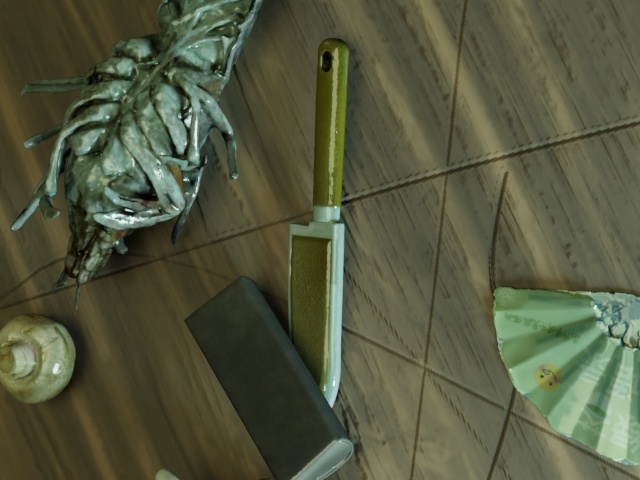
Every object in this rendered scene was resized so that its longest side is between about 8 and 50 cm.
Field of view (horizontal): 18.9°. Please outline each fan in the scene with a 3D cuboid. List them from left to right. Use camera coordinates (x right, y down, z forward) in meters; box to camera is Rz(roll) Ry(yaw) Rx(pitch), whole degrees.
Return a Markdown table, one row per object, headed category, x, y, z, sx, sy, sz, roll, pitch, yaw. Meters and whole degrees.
| category | x | y | z | sx | sy | sz | roll | pitch | yaw |
| --- | --- | --- | --- | --- | --- | --- | --- | --- | --- |
| fan | 0.233 | 0.106 | 1.519 | 0.240 | 0.009 | 0.131 | 24 | 105 | 26 |

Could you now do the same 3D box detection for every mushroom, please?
| category | x | y | z | sx | sy | sz | roll | pitch | yaw |
| --- | --- | --- | --- | --- | --- | --- | --- | --- | --- |
| mushroom | -0.266 | 0.109 | 1.761 | 0.083 | 0.067 | 0.084 | 4 | 96 | 35 |

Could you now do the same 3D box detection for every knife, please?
| category | x | y | z | sx | sy | sz | roll | pitch | yaw |
| --- | --- | --- | --- | --- | --- | --- | --- | --- | --- |
| knife | -0.001 | 0.000 | 1.635 | 0.061 | 0.027 | 0.343 | 6 | 96 | 44 |

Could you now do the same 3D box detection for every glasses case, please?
| category | x | y | z | sx | sy | sz | roll | pitch | yaw |
| --- | --- | --- | --- | --- | --- | --- | --- | --- | --- |
| glasses case | -0.044 | 0.122 | 1.624 | 0.072 | 0.042 | 0.191 | -36 | 60 | 7 |

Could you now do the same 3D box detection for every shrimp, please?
| category | x | y | z | sx | sy | sz | roll | pitch | yaw |
| --- | --- | --- | --- | --- | --- | --- | --- | --- | --- |
| shrimp | -0.143 | -0.124 | 1.645 | 0.221 | 0.166 | 0.410 | 36 | 95 | 26 |

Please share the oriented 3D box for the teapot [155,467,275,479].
| category | x | y | z | sx | sy | sz | roll | pitch | yaw |
| --- | --- | --- | --- | --- | --- | --- | --- | --- | --- |
| teapot | -0.050 | 0.274 | 1.612 | 0.245 | 0.116 | 0.159 | 32 | 94 | 24 |
